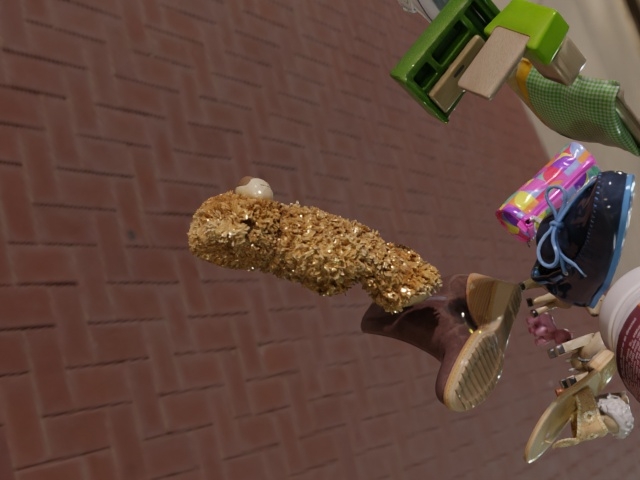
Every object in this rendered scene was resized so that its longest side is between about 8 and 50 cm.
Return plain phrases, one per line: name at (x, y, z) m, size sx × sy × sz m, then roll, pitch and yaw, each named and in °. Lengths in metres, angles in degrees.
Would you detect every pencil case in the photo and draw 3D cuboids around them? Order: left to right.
pencil case at (0.464, -0.095, 1.988) m, size 0.236 × 0.104 × 0.104 m, roll -44°, pitch 119°, yaw -14°

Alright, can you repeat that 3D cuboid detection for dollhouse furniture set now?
dollhouse furniture set at (0.271, -0.163, 1.256) m, size 0.301 × 0.151 × 0.197 m, roll 36°, pitch 1°, yaw -39°

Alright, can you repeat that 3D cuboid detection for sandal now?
sandal at (0.410, 0.263, 1.497) m, size 0.240 × 0.079 × 0.088 m, roll -41°, pitch 140°, yaw -29°

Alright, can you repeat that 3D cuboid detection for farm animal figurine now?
farm animal figurine at (0.554, 0.213, 2.027) m, size 0.327 × 0.172 × 0.330 m, roll -96°, pitch 165°, yaw -84°

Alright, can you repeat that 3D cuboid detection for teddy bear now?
teddy bear at (0.000, 0.000, 1.283) m, size 0.245 × 0.338 × 0.113 m, roll -66°, pitch 176°, yaw -74°

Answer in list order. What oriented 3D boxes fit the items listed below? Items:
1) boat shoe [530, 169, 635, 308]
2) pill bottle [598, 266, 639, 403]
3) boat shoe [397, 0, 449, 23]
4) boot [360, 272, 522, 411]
boat shoe at (0.263, 0.009, 1.020) m, size 0.258 × 0.089 × 0.109 m, roll 85°, pitch 25°, yaw -60°
pill bottle at (0.570, 0.186, 1.439) m, size 0.224 × 0.224 × 0.392 m, roll 59°, pitch 4°, yaw -20°
boat shoe at (0.166, -0.424, 1.660) m, size 0.083 × 0.076 × 0.226 m, roll -4°, pitch 59°, yaw -39°
boot at (0.147, 0.135, 1.339) m, size 0.248 × 0.207 × 0.090 m, roll -53°, pitch 132°, yaw -44°
